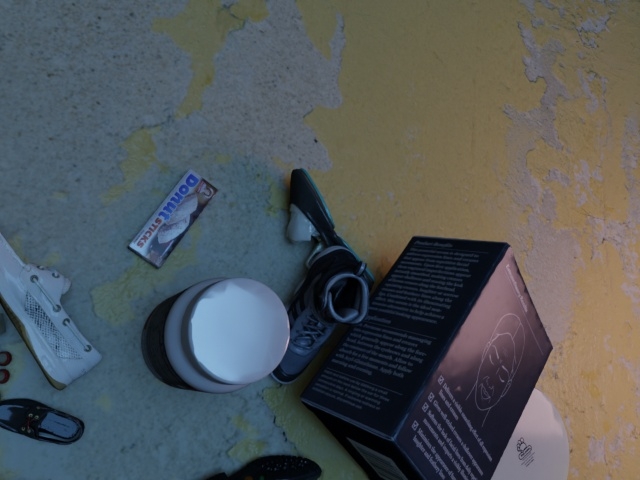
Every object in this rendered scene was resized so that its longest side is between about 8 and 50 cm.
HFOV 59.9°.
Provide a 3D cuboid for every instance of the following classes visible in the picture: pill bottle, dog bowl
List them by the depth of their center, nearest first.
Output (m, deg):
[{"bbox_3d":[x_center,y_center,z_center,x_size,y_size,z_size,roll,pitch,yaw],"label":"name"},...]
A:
[{"bbox_3d":[-0.162,0.143,0.823,0.161,0.283,0.161,6,76,-26],"label":"pill bottle"},{"bbox_3d":[0.381,0.427,1.142,0.264,0.104,0.265,6,76,-26],"label":"dog bowl"}]

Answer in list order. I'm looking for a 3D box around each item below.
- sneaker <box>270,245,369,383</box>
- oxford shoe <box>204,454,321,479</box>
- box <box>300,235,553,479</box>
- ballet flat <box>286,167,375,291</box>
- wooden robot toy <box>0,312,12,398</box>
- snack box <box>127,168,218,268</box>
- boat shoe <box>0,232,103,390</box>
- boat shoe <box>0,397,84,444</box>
[{"bbox_3d":[-0.006,0.137,0.950,0.101,0.153,0.269,29,88,-16],"label":"sneaker"},{"bbox_3d":[-0.100,0.424,0.922,0.227,0.082,0.096,-6,104,-30],"label":"oxford shoe"},{"bbox_3d":[0.208,0.231,0.987,0.395,0.212,0.294,-50,124,-26],"label":"box"},{"bbox_3d":[0.000,0.000,1.053,0.096,0.095,0.281,-34,95,-14],"label":"ballet flat"},{"bbox_3d":[-0.495,0.188,0.780,0.078,0.076,0.173,-4,72,9],"label":"wooden robot toy"},{"bbox_3d":[-0.255,-0.040,0.966,0.064,0.022,0.178,38,65,-14],"label":"snack box"},{"bbox_3d":[-0.417,0.080,0.819,0.096,0.098,0.277,-32,103,-29],"label":"boat shoe"},{"bbox_3d":[-0.411,0.263,0.808,0.133,0.042,0.049,24,71,-19],"label":"boat shoe"}]
